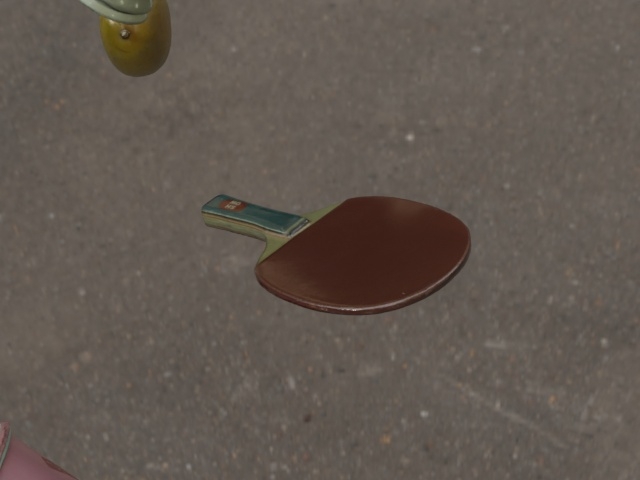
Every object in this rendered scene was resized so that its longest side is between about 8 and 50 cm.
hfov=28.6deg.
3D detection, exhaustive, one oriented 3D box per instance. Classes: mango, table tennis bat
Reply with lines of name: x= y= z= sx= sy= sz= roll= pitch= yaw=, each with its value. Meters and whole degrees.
mango: x=-0.245 y=-0.284 z=1.684 sx=0.092 sy=0.130 sz=0.194 roll=-3 pitch=14 yaw=-4
table tennis bat: x=0.000 y=0.000 z=1.038 sx=0.274 sy=0.021 sz=0.154 roll=16 pitch=42 yaw=42

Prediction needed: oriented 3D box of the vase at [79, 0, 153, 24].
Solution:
vase: x=-0.162 y=-0.394 z=1.374 sx=0.173 sy=0.321 sz=0.173 roll=27 pitch=30 yaw=-17

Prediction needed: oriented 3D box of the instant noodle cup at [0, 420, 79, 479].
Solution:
instant noodle cup: x=-0.262 y=0.329 z=1.169 sx=0.231 sy=0.243 sz=0.243 roll=34 pitch=52 yaw=-15
